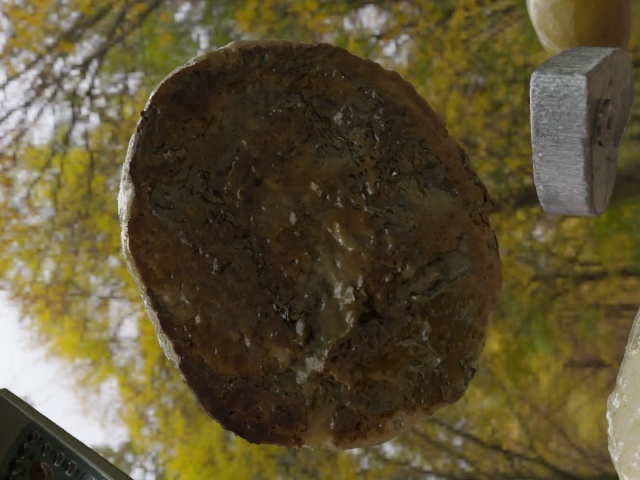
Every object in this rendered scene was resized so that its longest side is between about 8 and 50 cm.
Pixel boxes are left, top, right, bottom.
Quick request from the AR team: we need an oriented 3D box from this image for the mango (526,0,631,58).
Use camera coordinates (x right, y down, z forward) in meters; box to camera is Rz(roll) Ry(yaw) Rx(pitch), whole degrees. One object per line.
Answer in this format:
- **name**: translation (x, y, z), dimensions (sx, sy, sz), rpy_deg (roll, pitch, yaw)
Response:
- **mango**: translation (0.376, -0.328, 1.702), dimensions (0.332, 0.142, 0.195), rpy_deg (18, -118, -68)

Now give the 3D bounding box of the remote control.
- **remote control**: translation (-0.328, 0.306, 1.495), dimensions (0.123, 0.285, 0.038), rpy_deg (-58, -12, 12)

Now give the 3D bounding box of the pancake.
- **pancake**: translation (0.001, 0.000, 0.981), dimensions (0.065, 0.356, 0.356), rpy_deg (148, 127, -66)

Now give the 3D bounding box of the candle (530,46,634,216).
- **candle**: translation (0.268, -0.129, 1.234), dimensions (0.168, 0.068, 0.192), rpy_deg (43, -121, -53)

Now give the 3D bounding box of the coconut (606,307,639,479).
- **coconut**: translation (0.397, 0.139, 0.853), dimensions (0.310, 0.297, 0.297), rpy_deg (15, -111, -28)
